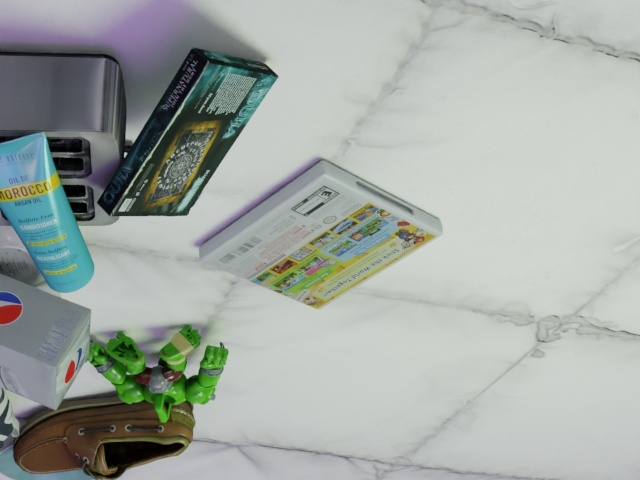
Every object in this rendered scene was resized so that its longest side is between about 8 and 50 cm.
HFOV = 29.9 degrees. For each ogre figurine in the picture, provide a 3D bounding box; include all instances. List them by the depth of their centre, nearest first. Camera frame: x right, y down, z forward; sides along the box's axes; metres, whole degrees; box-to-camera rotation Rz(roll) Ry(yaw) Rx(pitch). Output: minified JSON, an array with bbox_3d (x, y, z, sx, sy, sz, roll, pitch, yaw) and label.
[{"bbox_3d":[-0.224,0.185,1.664,0.197,0.097,0.118,-13,136,-8],"label":"ogre figurine"}]

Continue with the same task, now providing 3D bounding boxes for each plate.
[{"bbox_3d":[-0.435,0.354,1.955,0.188,0.024,0.188,-3,147,-2],"label":"plate"}]

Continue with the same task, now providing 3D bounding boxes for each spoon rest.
[{"bbox_3d":[-0.361,0.050,1.473,0.137,0.084,0.276,-6,133,0],"label":"spoon rest"}]

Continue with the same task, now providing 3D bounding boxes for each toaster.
[{"bbox_3d":[-0.273,-0.102,1.207,0.185,0.110,0.168,0,147,-9],"label":"toaster"}]

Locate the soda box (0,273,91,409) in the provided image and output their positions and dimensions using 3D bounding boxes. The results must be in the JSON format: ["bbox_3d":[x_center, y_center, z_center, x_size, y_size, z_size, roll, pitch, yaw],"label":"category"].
[{"bbox_3d":[-0.414,0.088,1.392,0.286,0.091,0.098,21,141,4],"label":"soda box"}]

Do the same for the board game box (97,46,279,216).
[{"bbox_3d":[-0.130,-0.102,1.190,0.186,0.026,0.126,-54,157,19],"label":"board game box"}]

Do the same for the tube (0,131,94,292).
[{"bbox_3d":[-0.277,-0.029,1.179,0.080,0.052,0.207,-16,140,-1],"label":"tube"}]

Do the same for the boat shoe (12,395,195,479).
[{"bbox_3d":[-0.333,0.302,1.799,0.307,0.104,0.111,-21,138,17],"label":"boat shoe"}]

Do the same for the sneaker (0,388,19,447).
[{"bbox_3d":[-0.552,0.279,1.759,0.235,0.094,0.153,-19,137,3],"label":"sneaker"}]

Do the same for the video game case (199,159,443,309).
[{"bbox_3d":[0.000,0.000,1.476,0.206,0.026,0.227,25,135,-37],"label":"video game case"}]
